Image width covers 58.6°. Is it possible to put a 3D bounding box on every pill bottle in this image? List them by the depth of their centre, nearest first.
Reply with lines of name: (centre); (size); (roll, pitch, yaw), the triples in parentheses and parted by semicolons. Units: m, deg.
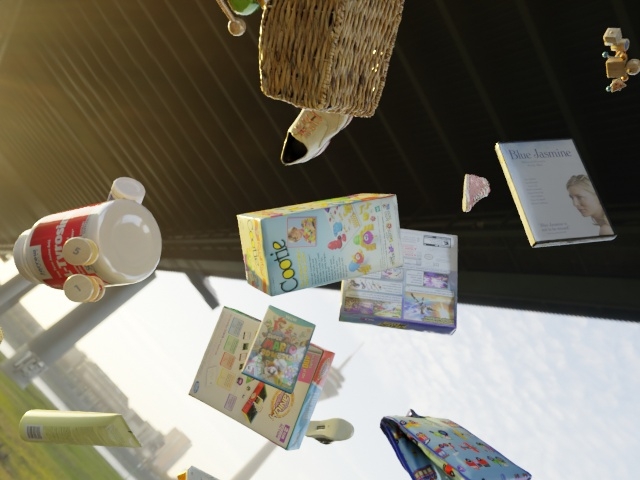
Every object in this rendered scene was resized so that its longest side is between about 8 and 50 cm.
pill bottle: (-0.667, 0.022, 1.606); (0.408, 0.229, 0.229); (-8, -56, 31)
pill bottle: (-0.706, -0.122, 2.035); (0.112, 0.112, 0.186); (41, -57, 12)

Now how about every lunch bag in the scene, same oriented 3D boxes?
lunch bag: (0.284, 0.485, 1.305); (0.221, 0.138, 0.293); (13, 19, -36)

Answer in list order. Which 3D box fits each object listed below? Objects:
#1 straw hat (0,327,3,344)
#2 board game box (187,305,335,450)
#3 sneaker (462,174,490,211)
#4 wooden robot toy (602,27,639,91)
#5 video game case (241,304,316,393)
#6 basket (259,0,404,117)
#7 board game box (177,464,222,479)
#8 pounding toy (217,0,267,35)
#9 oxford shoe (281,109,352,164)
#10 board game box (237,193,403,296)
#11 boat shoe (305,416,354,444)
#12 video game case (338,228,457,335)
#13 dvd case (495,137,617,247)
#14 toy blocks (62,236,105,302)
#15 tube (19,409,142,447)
straw hat: (-1.010, 0.269, 1.708); (0.061, 0.144, 0.144); (-37, -83, 26)
board game box: (-0.148, 0.324, 1.381); (0.317, 0.242, 0.064); (19, -6, 30)
sneaker: (0.422, -0.128, 1.542); (0.070, 0.134, 0.051); (9, -44, 9)
wooden robot toy: (0.719, -0.420, 1.337); (0.079, 0.076, 0.173); (20, -32, 46)
video game case: (-0.089, 0.237, 1.255); (0.119, 0.166, 0.015); (24, -30, -6)
basket: (0.015, -0.429, 1.218); (0.213, 0.223, 0.299); (24, -69, 32)
board game box: (-0.260, 0.862, 1.547); (0.390, 0.050, 0.390); (53, 18, -43)
pounding toy: (-0.195, -0.733, 1.678); (0.110, 0.237, 0.183); (20, -22, 22)
oxford shoe: (-0.009, -0.367, 1.790); (0.140, 0.146, 0.397); (42, -38, 7)
board game box: (0.000, 0.000, 1.095); (0.142, 0.275, 0.144); (13, -68, 64)
boat shoe: (0.040, 0.561, 1.671); (0.183, 0.065, 0.083); (-12, -39, 39)
video game case: (0.188, 0.090, 1.363); (0.270, 0.244, 0.061); (7, -29, 2)
dvd case: (0.485, -0.107, 1.188); (0.022, 0.180, 0.253); (100, -18, -60)
toy blocks: (-0.456, 0.059, 1.118); (0.148, 0.054, 0.123); (150, -62, -80)
tube: (-0.451, 0.353, 1.072); (0.240, 0.062, 0.070); (-4, -15, 20)
